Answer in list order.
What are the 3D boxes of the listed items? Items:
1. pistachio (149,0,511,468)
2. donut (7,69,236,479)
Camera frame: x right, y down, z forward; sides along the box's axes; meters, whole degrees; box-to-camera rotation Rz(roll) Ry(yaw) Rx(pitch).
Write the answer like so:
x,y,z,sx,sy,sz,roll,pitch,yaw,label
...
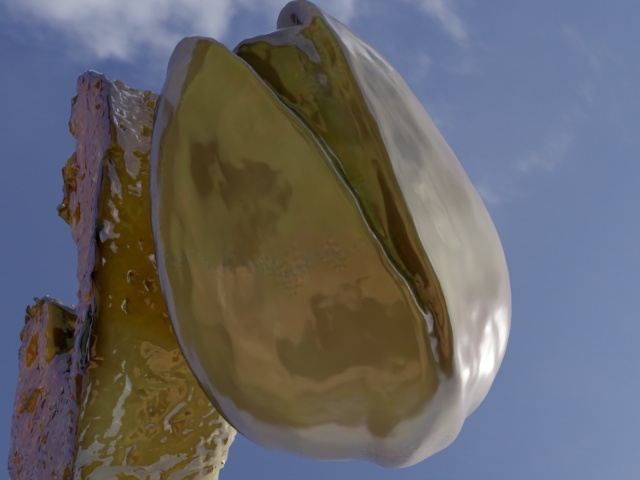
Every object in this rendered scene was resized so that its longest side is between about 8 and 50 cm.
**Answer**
x,y,z,sx,sy,sz,roll,pitch,yaw,label
0.000,0.000,1.058,0.229,0.238,0.321,-20,-102,-23,pistachio
-0.160,0.091,1.377,0.164,0.377,0.435,8,-51,-16,donut
